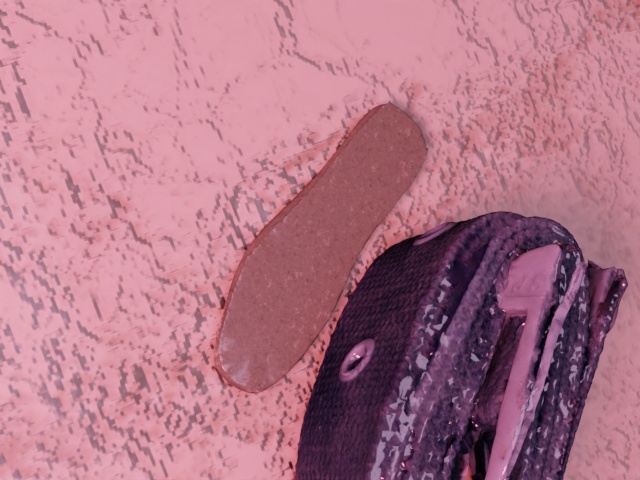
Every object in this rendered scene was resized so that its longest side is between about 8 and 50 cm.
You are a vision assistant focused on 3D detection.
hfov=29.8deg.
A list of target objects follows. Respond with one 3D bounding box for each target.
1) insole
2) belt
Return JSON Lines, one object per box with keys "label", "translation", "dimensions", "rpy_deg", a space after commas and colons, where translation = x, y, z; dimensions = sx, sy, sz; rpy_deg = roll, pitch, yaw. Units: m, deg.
{"label": "insole", "translation": [0.000, 0.000, 0.666], "dimensions": [0.063, 0.010, 0.192], "rpy_deg": [43, 65, -17]}
{"label": "belt", "translation": [0.073, 0.085, 0.626], "dimensions": [0.122, 0.128, 0.218], "rpy_deg": [30, 69, -21]}
